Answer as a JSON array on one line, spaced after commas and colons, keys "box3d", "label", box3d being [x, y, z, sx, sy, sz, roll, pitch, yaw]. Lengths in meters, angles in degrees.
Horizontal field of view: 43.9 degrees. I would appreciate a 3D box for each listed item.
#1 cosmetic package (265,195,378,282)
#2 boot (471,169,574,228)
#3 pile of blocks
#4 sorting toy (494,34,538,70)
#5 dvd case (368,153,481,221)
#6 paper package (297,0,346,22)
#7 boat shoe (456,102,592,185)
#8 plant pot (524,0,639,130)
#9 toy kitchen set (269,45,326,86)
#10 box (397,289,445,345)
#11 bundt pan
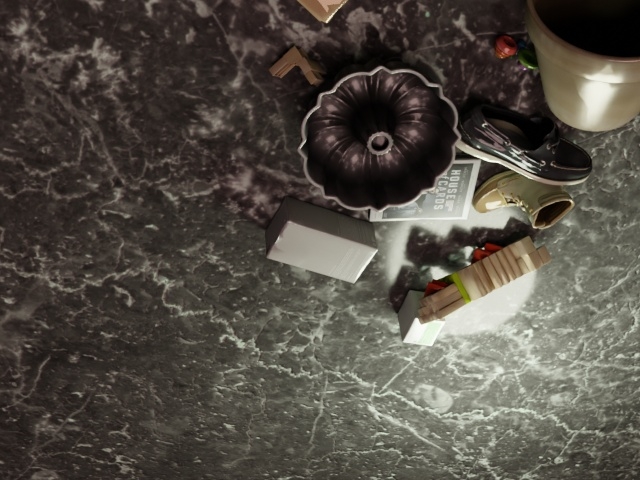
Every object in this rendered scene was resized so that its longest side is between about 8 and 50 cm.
[{"box3d": [0.000, 0.000, 1.855, 0.238, 0.107, 0.127, 20, 126, -20], "label": "cosmetic package"}, {"box3d": [0.451, -0.086, 1.791, 0.213, 0.165, 0.077, -27, 130, 18], "label": "boot"}, {"box3d": [0.389, 0.081, 1.984, 0.362, 0.149, 0.112, -26, 87, -6], "label": "pile of blocks"}, {"box3d": [0.390, -0.371, 1.597, 0.102, 0.061, 0.042, 37, 138, -2], "label": "sorting toy"}, {"box3d": [0.235, -0.120, 1.824, 0.239, 0.029, 0.179, -1, 132, -5], "label": "dvd case"}, {"box3d": [-0.004, -0.574, 1.257, 0.325, 0.168, 0.309, 38, 119, -23], "label": "paper package"}, {"box3d": [0.452, -0.218, 1.700, 0.340, 0.127, 0.113, 19, 139, -11], "label": "boat shoe"}, {"box3d": [0.534, -0.365, 1.490, 0.323, 0.323, 0.280, -10, 150, 2], "label": "plant pot"}, {"box3d": [-0.039, -0.327, 1.577, 0.075, 0.083, 0.068, -37, 168, 24], "label": "toy kitchen set"}, {"box3d": [0.261, 0.202, 2.069, 0.087, 0.102, 0.101, 9, 131, -13], "label": "box"}, {"box3d": [0.111, -0.227, 1.632, 0.331, 0.124, 0.330, -4, 126, -6], "label": "bundt pan"}]
